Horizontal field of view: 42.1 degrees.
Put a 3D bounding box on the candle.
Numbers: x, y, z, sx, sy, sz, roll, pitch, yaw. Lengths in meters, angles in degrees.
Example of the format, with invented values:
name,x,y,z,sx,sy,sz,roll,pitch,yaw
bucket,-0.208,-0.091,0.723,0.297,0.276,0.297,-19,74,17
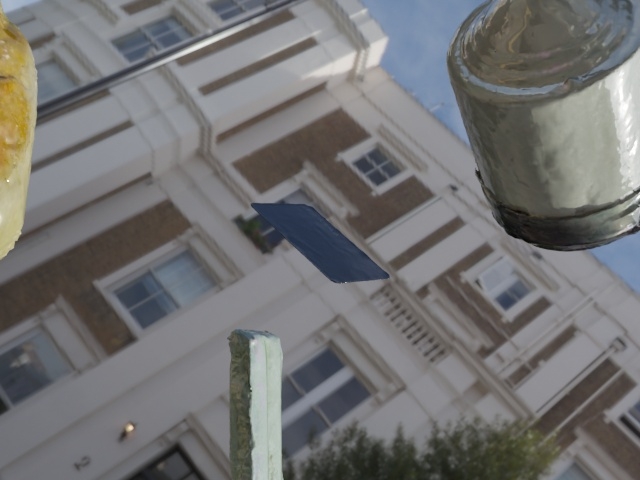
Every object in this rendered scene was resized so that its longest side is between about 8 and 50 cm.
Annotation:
name,x,y,z,sx,sy,sz,roll,pitch,yaw
candle,0.259,-0.157,0.912,0.221,0.221,0.342,29,-24,43

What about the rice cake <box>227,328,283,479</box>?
name,x,y,z,sx,sy,sz,roll,pitch,yaw
rice cake,-0.072,0.214,0.950,0.040,0.085,0.226,-4,-97,21

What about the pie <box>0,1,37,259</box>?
name,x,y,z,sx,sy,sz,roll,pitch,yaw
pie,-0.282,-0.082,0.413,0.092,0.315,0.315,-17,-76,43

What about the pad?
name,x,y,z,sx,sy,sz,roll,pitch,yaw
pad,0.000,0.000,0.970,0.157,0.112,0.003,42,-64,30
